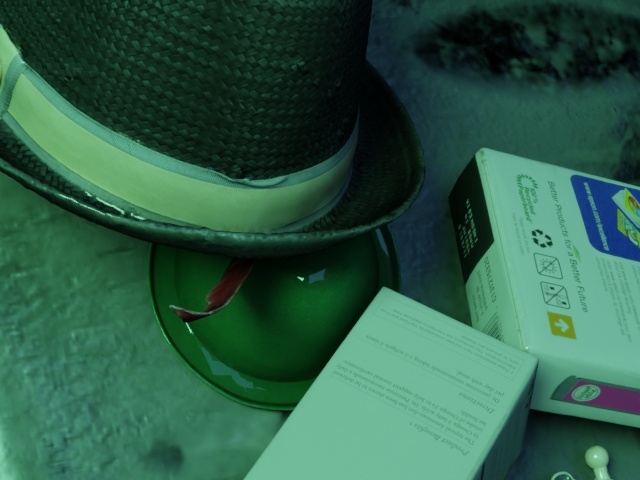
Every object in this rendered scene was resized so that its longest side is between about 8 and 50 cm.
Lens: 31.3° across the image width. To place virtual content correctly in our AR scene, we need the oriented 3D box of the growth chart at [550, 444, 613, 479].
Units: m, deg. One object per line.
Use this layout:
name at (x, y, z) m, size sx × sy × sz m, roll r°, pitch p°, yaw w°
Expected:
growth chart at (0.113, 0.240, 0.698) m, size 0.237 × 0.021 × 0.172 m, roll -14°, pitch 74°, yaw -25°

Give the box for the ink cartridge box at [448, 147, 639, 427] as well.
ink cartridge box at (0.275, 0.052, 0.793) m, size 0.370 × 0.069 × 0.176 m, roll 10°, pitch 46°, yaw -16°

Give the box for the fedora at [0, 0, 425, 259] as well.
fedora at (-0.067, -0.144, 0.635) m, size 0.334 × 0.153 × 0.334 m, roll 16°, pitch 35°, yaw -11°

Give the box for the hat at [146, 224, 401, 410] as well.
hat at (0.000, 0.000, 0.655) m, size 0.172 × 0.183 × 0.209 m, roll 19°, pitch 63°, yaw -13°

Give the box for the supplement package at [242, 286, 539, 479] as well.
supplement package at (0.034, 0.137, 0.641) m, size 0.105 × 0.105 × 0.179 m, roll 25°, pitch 57°, yaw 21°
